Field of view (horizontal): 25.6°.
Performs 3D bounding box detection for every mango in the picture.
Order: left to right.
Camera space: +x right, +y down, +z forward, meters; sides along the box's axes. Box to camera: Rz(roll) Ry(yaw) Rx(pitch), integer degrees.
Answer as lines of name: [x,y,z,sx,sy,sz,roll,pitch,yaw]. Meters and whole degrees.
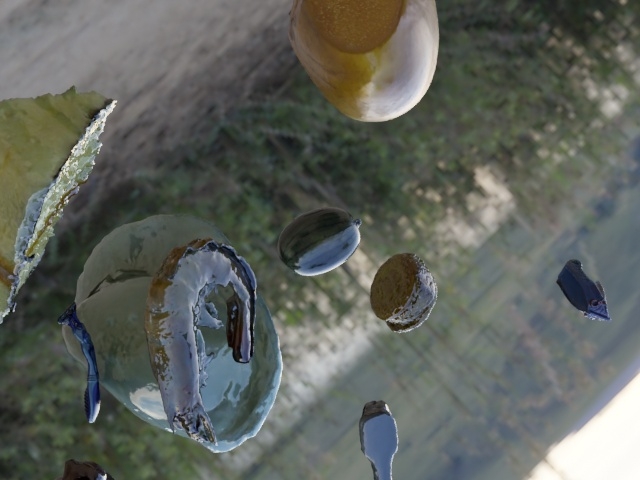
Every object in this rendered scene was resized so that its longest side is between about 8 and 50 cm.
mango: [0.057,-0.249,1.627,0.201,0.199,0.350,-45,-155,17]

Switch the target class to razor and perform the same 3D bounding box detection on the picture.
razor: [-0.284,0.153,1.703,0.028,0.155,0.044,-2,-158,18]

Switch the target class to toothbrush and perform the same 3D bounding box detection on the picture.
toothbrush: [0.056,0.259,1.118,0.030,0.297,0.030,-6,-156,2]

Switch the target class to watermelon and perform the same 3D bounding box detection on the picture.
watermelon: [0.000,0.000,1.746,0.110,0.078,0.078,-23,168,-9]

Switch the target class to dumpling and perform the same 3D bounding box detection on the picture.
dumpling: [-0.199,0.133,1.792,0.212,0.320,0.270,-58,175,-48]

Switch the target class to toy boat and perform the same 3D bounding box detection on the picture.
toy boat: [0.271,0.053,1.436,0.038,0.083,0.038,-15,137,-15]

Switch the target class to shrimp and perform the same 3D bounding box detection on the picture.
shrimp: [-0.131,0.111,1.620,0.173,0.058,0.253,-36,128,-38]

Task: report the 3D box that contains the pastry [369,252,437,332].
pastry: [0.113,0.071,1.946,0.057,0.097,0.109,26,86,-38]

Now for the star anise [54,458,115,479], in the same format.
star anise: [-0.248,0.342,1.480,0.214,0.098,0.220,85,8,-79]

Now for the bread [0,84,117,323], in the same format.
bread: [-0.312,-0.025,1.419,0.178,0.141,0.266,-91,-159,-47]
